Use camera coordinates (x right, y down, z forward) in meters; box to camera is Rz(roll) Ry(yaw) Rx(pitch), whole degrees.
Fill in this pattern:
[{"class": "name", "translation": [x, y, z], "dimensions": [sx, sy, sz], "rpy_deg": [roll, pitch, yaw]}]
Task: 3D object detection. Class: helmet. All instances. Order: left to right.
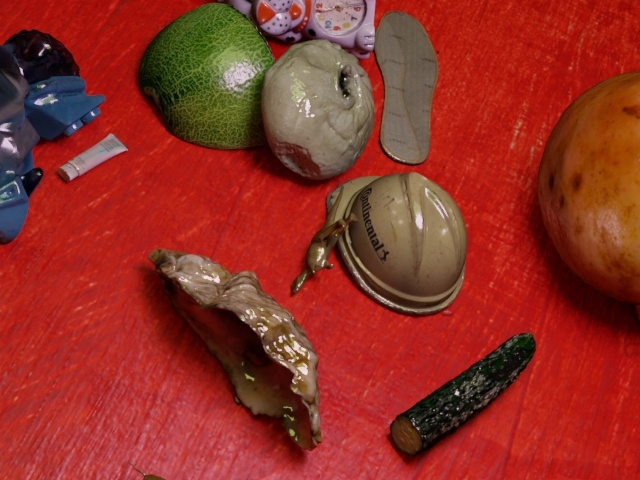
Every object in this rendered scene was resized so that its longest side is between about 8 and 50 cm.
[{"class": "helmet", "translation": [0.129, -0.032, 1.892], "dimensions": [0.204, 0.137, 0.258], "rpy_deg": [-14, 60, -28]}]

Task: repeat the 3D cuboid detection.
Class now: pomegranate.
[{"class": "pomegranate", "translation": [0.510, -0.048, 1.928], "dimensions": [0.410, 0.410, 0.410], "rpy_deg": [10, 52, -13]}]

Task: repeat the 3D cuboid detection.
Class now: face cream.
[{"class": "face cream", "translation": [-0.328, -0.120, 1.867], "dimensions": [0.038, 0.020, 0.115], "rpy_deg": [41, 51, 13]}]

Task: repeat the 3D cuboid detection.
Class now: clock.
[{"class": "clock", "translation": [-0.038, -0.390, 2.087], "dimensions": [0.253, 0.189, 0.189], "rpy_deg": [-1, 55, -12]}]

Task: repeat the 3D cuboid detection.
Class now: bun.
[{"class": "bun", "translation": [0.006, -0.196, 1.939], "dimensions": [0.221, 0.108, 0.221], "rpy_deg": [9, 79, -54]}]

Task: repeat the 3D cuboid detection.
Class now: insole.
[{"class": "insole", "translation": [0.141, -0.260, 2.149], "dimensions": [0.119, 0.009, 0.348], "rpy_deg": [13, 51, -11]}]

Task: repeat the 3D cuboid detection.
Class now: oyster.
[{"class": "oyster", "translation": [-0.097, 0.118, 1.706], "dimensions": [0.110, 0.166, 0.341], "rpy_deg": [-30, 52, -25]}]

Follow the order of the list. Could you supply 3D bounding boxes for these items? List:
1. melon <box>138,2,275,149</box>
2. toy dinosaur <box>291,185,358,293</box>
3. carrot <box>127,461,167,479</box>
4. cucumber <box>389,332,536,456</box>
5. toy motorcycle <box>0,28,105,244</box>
[{"class": "melon", "translation": [-0.174, -0.257, 1.960], "dimensions": [0.169, 0.129, 0.265], "rpy_deg": [-26, 67, -30]}, {"class": "toy dinosaur", "translation": [0.000, 0.000, 1.873], "dimensions": [0.039, 0.126, 0.162], "rpy_deg": [37, 19, -19]}, {"class": "carrot", "translation": [-0.142, 0.373, 1.540], "dimensions": [0.078, 0.078, 0.298], "rpy_deg": [-23, 61, -32]}, {"class": "cucumber", "translation": [0.214, 0.205, 1.793], "dimensions": [0.293, 0.067, 0.067], "rpy_deg": [-29, 68, -36]}, {"class": "toy motorcycle", "translation": [-0.433, -0.136, 1.756], "dimensions": [0.232, 0.172, 0.416], "rpy_deg": [51, 34, -8]}]
